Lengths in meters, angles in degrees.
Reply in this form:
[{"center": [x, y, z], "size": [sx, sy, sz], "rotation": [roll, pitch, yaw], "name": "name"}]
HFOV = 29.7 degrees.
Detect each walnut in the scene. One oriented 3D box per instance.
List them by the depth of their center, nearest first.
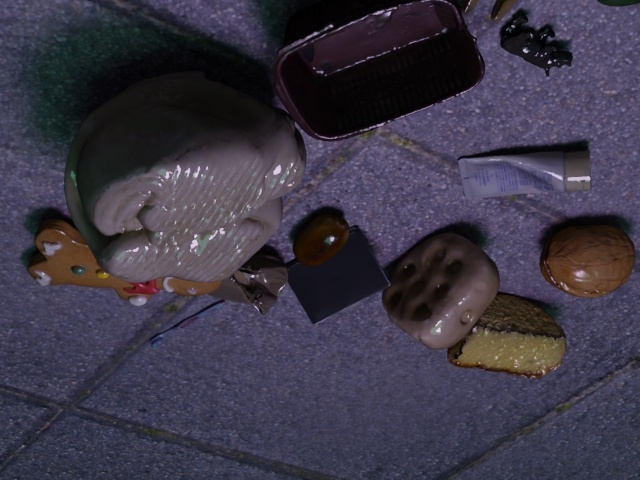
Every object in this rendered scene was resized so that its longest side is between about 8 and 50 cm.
[{"center": [0.495, 0.039, 2.256], "size": [0.180, 0.144, 0.144], "rotation": [-4, 142, -19], "name": "walnut"}]

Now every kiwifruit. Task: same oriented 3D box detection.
[{"center": [0.000, 0.000, 2.169], "size": [0.075, 0.075, 0.124], "rotation": [23, 136, -33], "name": "kiwifruit"}]

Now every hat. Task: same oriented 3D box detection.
[{"center": [-0.148, 0.050, 2.220], "size": [0.175, 0.085, 0.147], "rotation": [16, 146, 6], "name": "hat"}]

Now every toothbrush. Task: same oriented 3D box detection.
[{"center": [-0.260, 0.162, 2.368], "size": [0.193, 0.019, 0.013], "rotation": [-30, 136, 23], "name": "toothbrush"}]

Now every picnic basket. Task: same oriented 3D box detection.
[{"center": [0.076, -0.286, 1.778], "size": [0.297, 0.129, 0.222], "rotation": [-19, 139, 13], "name": "picnic basket"}]

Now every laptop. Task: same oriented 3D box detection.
[{"center": [0.027, 0.066, 2.237], "size": [0.180, 0.016, 0.129], "rotation": [-29, 94, 26], "name": "laptop"}]

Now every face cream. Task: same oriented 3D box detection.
[{"center": [0.357, -0.117, 2.106], "size": [0.224, 0.070, 0.114], "rotation": [-3, 143, 13], "name": "face cream"}]

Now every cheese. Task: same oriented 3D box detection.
[{"center": [0.222, 0.100, 2.227], "size": [0.117, 0.217, 0.235], "rotation": [34, 148, -33], "name": "cheese"}]

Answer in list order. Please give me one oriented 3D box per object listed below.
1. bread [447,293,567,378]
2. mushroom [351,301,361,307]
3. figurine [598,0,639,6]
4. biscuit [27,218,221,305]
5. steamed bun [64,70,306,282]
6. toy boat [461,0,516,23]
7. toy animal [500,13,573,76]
[{"center": [0.364, 0.184, 2.416], "size": [0.260, 0.134, 0.129], "rotation": [7, 129, -26], "name": "bread"}, {"center": [0.056, 0.088, 2.290], "size": [0.084, 0.067, 0.083], "rotation": [-37, 150, -25], "name": "mushroom"}, {"center": [0.518, -0.406, 1.725], "size": [0.234, 0.127, 0.185], "rotation": [6, 133, -1], "name": "figurine"}, {"center": [-0.341, 0.050, 2.130], "size": [0.340, 0.047, 0.216], "rotation": [11, 146, -12], "name": "biscuit"}, {"center": [-0.223, -0.112, 1.847], "size": [0.368, 0.255, 0.342], "rotation": [-2, 139, -50], "name": "steamed bun"}, {"center": [0.301, -0.425, 1.654], "size": [0.089, 0.115, 0.310], "rotation": [16, 135, -27], "name": "toy boat"}, {"center": [0.340, -0.298, 1.877], "size": [0.136, 0.047, 0.065], "rotation": [18, 140, -31], "name": "toy animal"}]
